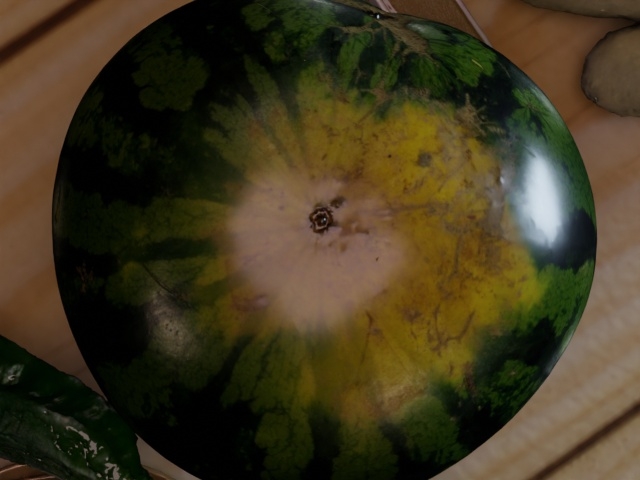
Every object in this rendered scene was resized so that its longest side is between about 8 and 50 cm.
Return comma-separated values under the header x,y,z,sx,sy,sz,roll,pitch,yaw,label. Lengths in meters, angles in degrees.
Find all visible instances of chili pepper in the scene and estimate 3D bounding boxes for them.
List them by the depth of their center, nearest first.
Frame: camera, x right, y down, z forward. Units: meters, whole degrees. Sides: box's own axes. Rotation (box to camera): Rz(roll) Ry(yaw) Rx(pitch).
x,y,z,sx,sy,sz,roll,pitch,yaw,label
-0.175,0.084,0.999,0.227,0.059,0.088,26,87,24,chili pepper

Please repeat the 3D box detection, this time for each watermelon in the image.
x,y,z,sx,sy,sz,roll,pitch,yaw,label
0.001,0.002,0.963,0.269,0.269,0.269,0,90,-3,watermelon

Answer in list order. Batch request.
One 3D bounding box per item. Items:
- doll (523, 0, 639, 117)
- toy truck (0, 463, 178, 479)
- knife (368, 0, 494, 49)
x,y,z,sx,sy,sz,roll,pitch,yaw,label
0.223,-0.156,1.049,0.278,0.175,0.149,27,51,6,doll
-0.131,0.256,0.975,0.204,0.211,0.288,3,86,-2,toy truck
0.030,-0.163,1.073,0.046,0.022,0.256,-32,89,-20,knife
